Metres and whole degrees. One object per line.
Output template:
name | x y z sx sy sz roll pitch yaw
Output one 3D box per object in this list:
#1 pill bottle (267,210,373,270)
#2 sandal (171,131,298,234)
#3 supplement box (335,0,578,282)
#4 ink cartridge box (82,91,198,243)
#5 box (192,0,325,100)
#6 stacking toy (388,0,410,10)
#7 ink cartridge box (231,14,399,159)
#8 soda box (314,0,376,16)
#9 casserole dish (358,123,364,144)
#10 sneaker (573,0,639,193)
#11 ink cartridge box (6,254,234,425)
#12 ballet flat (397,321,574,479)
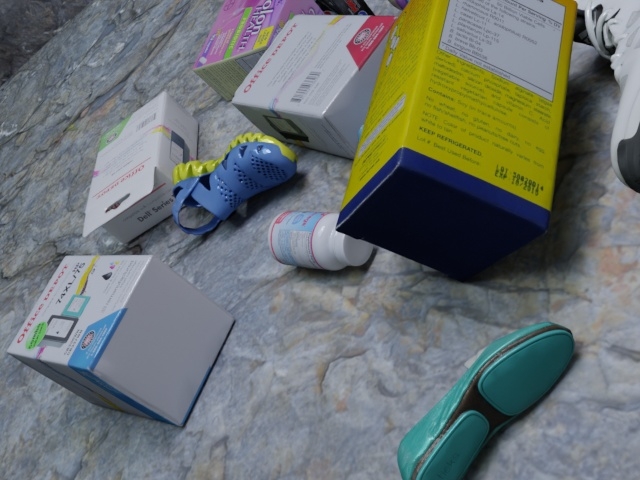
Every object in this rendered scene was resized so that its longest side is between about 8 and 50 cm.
pill bottle | 0.000 0.000 1.164 0.160 0.087 0.087 5 60 46
sandal | -0.165 -0.093 1.397 0.317 0.126 0.138 -20 47 43
supplement box | 0.177 -0.161 0.980 0.195 0.194 0.356 134 155 -60
ink cartridge box | -0.376 -0.137 1.632 0.207 0.119 0.353 -30 39 20
box | -0.128 -0.439 1.662 0.243 0.117 0.213 -3 58 42
stacking toy | 0.239 -0.410 1.296 0.141 0.141 0.330 -43 44 4
ink cartridge box | 0.012 -0.284 1.380 0.226 0.131 0.306 -54 36 -10
soda box | 0.047 -0.443 1.461 0.053 0.169 0.060 12 65 51
casserole dish | 0.138 -0.186 1.198 0.188 0.037 0.114 -8 17 40
sneaker | 0.407 -0.223 0.950 0.257 0.169 0.447 -2 49 56
ink cartridge box | -0.326 0.155 1.246 0.270 0.197 0.198 -2 55 44
ballet flat | 0.171 0.174 0.846 0.247 0.083 0.087 -47 22 -4
